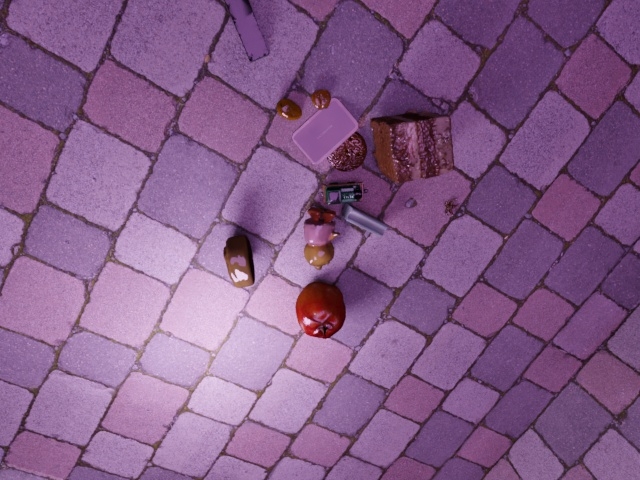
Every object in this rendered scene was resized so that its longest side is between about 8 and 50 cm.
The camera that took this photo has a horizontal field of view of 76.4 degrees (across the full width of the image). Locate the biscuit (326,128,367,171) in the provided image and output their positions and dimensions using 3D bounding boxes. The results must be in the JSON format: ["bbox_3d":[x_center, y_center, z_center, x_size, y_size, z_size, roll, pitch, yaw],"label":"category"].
[{"bbox_3d":[0.115,-0.398,1.805,0.187,0.027,0.188,-3,111,-7],"label":"biscuit"}]

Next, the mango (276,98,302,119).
[{"bbox_3d":[-0.130,-0.546,1.700,0.114,0.057,0.079,16,103,-22],"label":"mango"}]

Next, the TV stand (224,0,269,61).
[{"bbox_3d":[-0.286,-0.832,1.555,0.088,0.083,0.270,-24,113,-1],"label":"TV stand"}]

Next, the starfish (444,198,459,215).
[{"bbox_3d":[0.633,-0.164,1.971,0.078,0.028,0.091,21,103,-21],"label":"starfish"}]

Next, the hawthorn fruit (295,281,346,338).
[{"bbox_3d":[0.008,0.345,1.919,0.253,0.300,0.254,-3,114,-7],"label":"hawthorn fruit"}]

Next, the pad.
[{"bbox_3d":[0.019,-0.471,1.759,0.266,0.002,0.176,-41,100,7],"label":"pad"}]

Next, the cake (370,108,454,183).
[{"bbox_3d":[0.387,-0.404,1.710,0.290,0.282,0.256,-14,115,-5],"label":"cake"}]

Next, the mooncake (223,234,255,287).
[{"bbox_3d":[-0.357,0.095,1.796,0.116,0.235,0.235,-7,111,-6],"label":"mooncake"}]

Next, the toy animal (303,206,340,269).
[{"bbox_3d":[-0.002,0.003,1.865,0.195,0.169,0.281,14,121,32],"label":"toy animal"}]

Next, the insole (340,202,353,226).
[{"bbox_3d":[0.126,-0.155,1.908,0.065,0.006,0.194,-5,110,-7],"label":"insole"}]

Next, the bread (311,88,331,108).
[{"bbox_3d":[0.001,-0.591,1.705,0.083,0.046,0.081,12,102,-7],"label":"bread"}]

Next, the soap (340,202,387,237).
[{"bbox_3d":[0.200,-0.094,1.875,0.198,0.119,0.067,25,104,-20],"label":"soap"}]

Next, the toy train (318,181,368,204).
[{"bbox_3d":[0.101,-0.207,1.810,0.227,0.136,0.091,-3,109,2],"label":"toy train"}]
